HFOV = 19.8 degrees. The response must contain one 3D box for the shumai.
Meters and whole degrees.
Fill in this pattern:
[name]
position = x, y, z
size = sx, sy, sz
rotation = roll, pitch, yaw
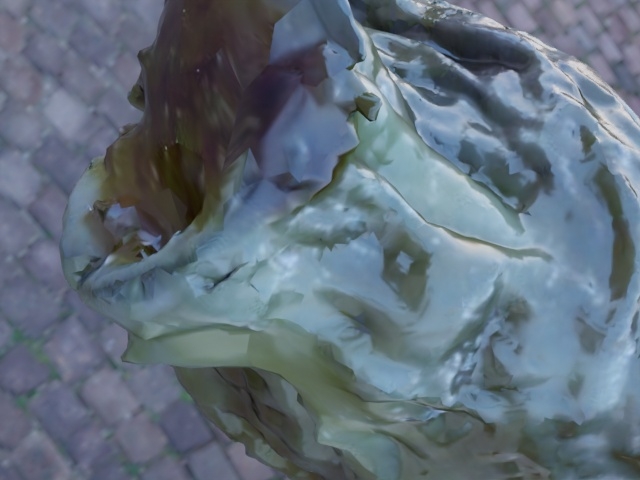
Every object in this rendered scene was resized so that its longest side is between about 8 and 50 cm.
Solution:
[shumai]
position = 0.000, 0.000, 0.508
size = 0.209, 0.161, 0.153
rotation = 48, 20, 24
